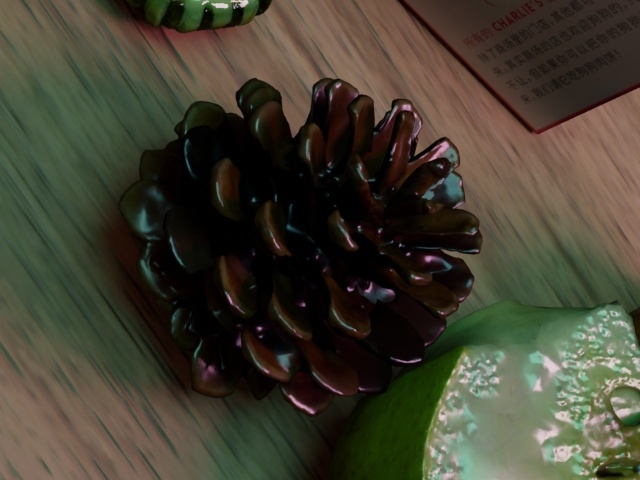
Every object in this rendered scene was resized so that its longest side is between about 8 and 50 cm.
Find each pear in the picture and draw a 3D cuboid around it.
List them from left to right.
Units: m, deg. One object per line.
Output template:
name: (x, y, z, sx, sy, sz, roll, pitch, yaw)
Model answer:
pear: (0.137, 0.203, 1.026, 0.282, 0.176, 0.286, -15, 79, -31)

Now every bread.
bread: (-0.105, -0.227, 1.066, 0.139, 0.071, 0.130, -5, 75, -30)

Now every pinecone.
pinecone: (-0.005, 0.000, 0.952, 0.264, 0.264, 0.264, 9, 71, -28)

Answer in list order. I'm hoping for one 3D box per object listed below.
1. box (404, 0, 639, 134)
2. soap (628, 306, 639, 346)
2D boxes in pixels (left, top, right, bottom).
box: (0.245, -0.327, 1.160, 0.312, 0.314, 0.300, 42, 62, -13)
soap: (0.356, 0.085, 1.124, 0.173, 0.274, 0.089, -25, 90, -33)
